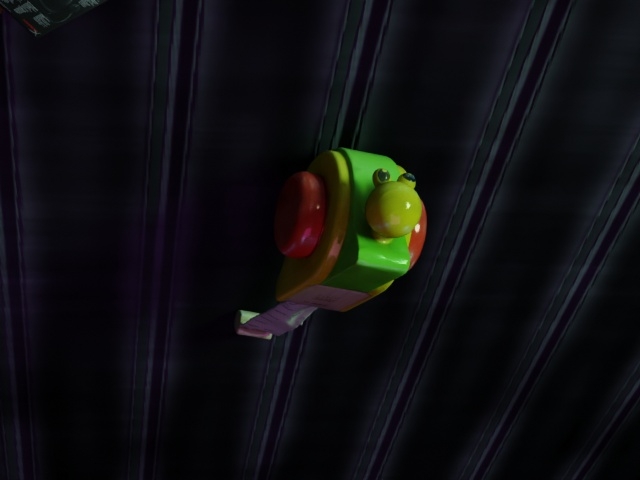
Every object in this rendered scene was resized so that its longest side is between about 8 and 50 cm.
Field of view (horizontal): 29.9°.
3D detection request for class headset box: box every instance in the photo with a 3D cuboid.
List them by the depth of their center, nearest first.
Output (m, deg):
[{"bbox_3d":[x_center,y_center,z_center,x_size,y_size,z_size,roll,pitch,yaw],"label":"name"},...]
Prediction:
[{"bbox_3d":[-0.171,-0.176,0.777,0.083,0.032,0.062,-24,140,20],"label":"headset box"}]

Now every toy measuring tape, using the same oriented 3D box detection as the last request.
[{"bbox_3d":[0.000,0.000,1.005,0.121,0.121,0.330,9,162,-20],"label":"toy measuring tape"}]

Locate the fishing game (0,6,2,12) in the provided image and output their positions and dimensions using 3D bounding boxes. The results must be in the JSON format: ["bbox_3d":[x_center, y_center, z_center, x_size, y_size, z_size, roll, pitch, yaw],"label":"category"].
[{"bbox_3d":[-0.352,-0.142,0.789,0.264,0.041,0.189,-15,139,11],"label":"fishing game"}]
